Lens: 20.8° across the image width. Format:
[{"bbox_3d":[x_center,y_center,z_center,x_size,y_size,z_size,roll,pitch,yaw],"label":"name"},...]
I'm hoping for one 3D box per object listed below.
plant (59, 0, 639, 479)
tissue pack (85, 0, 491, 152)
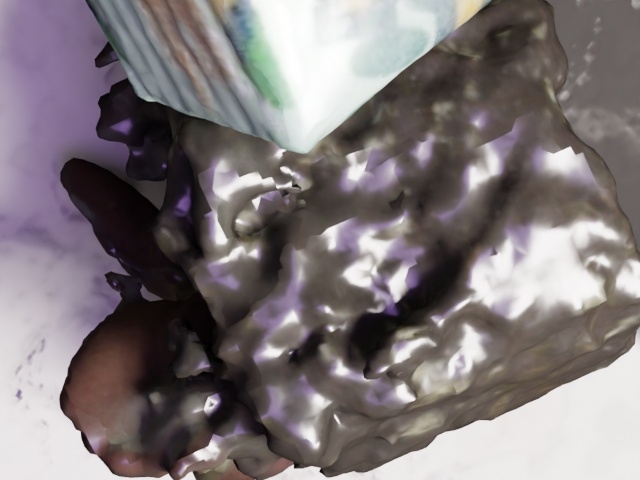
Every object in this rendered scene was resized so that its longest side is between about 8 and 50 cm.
[{"bbox_3d":[0.000,0.000,0.666,0.234,0.204,0.178,-17,82,4],"label":"plant"},{"bbox_3d":[-0.013,-0.215,0.503,0.228,0.128,0.311,-40,122,-19],"label":"tissue pack"}]
